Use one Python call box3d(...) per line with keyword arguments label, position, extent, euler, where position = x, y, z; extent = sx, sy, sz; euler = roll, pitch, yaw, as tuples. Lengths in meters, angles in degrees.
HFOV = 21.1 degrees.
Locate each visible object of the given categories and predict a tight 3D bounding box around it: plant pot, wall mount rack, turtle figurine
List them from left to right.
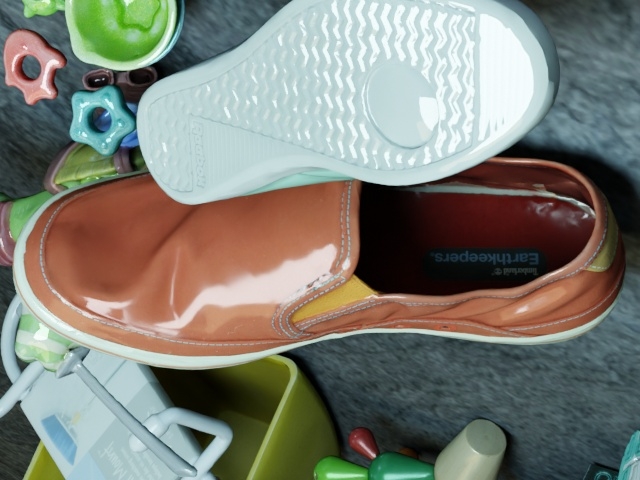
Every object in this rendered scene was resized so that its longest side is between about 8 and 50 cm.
box3d(label="wall mount rack", position=(-0.234, 0.180, 1.382), extent=(0.130, 0.304, 0.350), euler=(23, -157, -51))
box3d(label="turtle figurine", position=(-0.130, 0.027, 1.147), extent=(0.266, 0.198, 0.275), euler=(5, 143, 53))
box3d(label="plant pot", position=(-0.103, 0.203, 1.493), extent=(0.212, 0.212, 0.187), euler=(16, 167, 32))

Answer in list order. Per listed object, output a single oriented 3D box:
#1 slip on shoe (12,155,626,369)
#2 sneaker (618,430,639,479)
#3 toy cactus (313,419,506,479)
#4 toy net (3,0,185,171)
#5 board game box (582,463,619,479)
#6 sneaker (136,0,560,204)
box3d(label="slip on shoe", position=(0.000, 0.000, 0.915), extent=(0.331, 0.123, 0.101), euler=(0, 155, 2))
box3d(label="sneaker", position=(0.257, 0.143, 1.102), extent=(0.076, 0.065, 0.166), euler=(18, 163, -12))
box3d(label="toy cactus", position=(0.110, 0.200, 1.369), extent=(0.219, 0.112, 0.180), euler=(30, 139, 7))
box3d(label="toy net", position=(-0.133, -0.054, 0.993), extent=(0.122, 0.232, 0.045), euler=(5, -167, 15))
box3d(label="board game box", position=(0.291, 0.227, 1.258), extent=(0.186, 0.026, 0.126), euler=(15, 153, 33))
box3d(label="sneaker", position=(0.041, -0.083, 0.807), extent=(0.256, 0.151, 0.094), euler=(-7, 102, 50))
